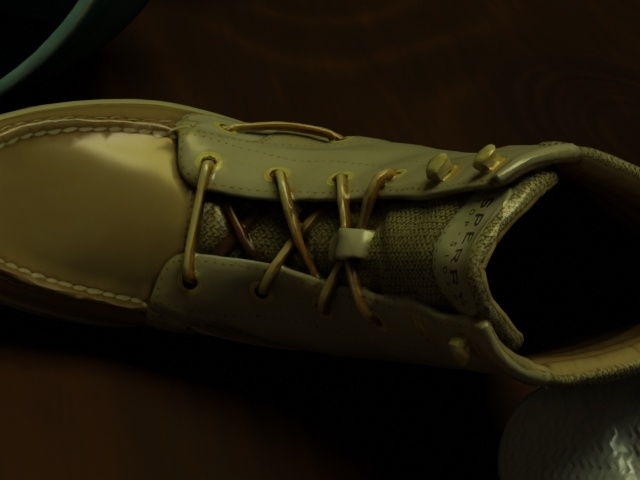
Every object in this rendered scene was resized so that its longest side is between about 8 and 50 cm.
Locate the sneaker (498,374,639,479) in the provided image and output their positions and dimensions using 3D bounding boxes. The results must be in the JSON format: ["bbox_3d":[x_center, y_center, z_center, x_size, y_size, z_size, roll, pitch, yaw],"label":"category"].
[{"bbox_3d":[0.189,0.109,0.655,0.240,0.091,0.126,12,-11,22],"label":"sneaker"}]

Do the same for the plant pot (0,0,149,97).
[{"bbox_3d":[-0.176,-0.193,0.859,0.272,0.271,0.255,20,11,9],"label":"plant pot"}]

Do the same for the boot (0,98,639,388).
[{"bbox_3d":[0.000,0.000,0.651,0.262,0.095,0.203,11,-2,-23],"label":"boot"}]
